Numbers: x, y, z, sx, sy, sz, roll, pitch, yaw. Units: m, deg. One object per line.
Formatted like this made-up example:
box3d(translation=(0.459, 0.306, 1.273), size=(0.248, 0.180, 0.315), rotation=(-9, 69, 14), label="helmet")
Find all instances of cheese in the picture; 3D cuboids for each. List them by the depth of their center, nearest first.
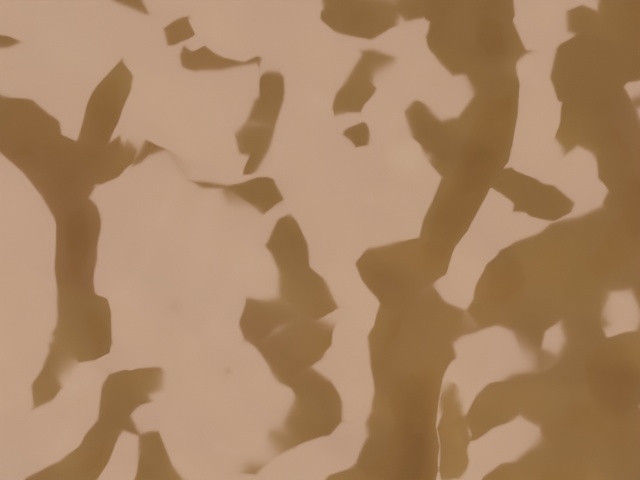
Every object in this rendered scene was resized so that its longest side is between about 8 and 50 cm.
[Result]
box3d(translation=(0.000, 0.000, 0.460), size=(0.318, 0.115, 0.326), rotation=(-26, 98, 5), label="cheese")
